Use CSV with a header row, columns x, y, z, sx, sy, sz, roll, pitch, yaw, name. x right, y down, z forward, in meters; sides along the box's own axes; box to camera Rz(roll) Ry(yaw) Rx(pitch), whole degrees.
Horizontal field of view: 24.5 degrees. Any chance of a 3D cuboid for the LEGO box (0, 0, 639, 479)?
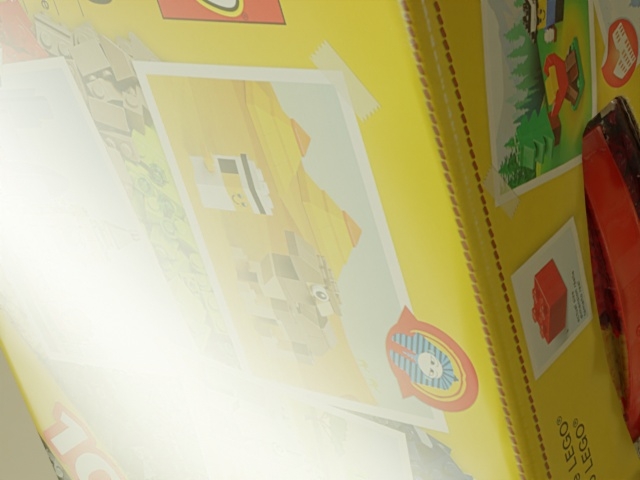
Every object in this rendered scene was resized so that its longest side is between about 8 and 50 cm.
x,y,z,sx,sy,sz,roll,pitch,yaw,name
0.000,0.000,0.735,0.193,0.372,0.500,-39,-56,-36,LEGO box
